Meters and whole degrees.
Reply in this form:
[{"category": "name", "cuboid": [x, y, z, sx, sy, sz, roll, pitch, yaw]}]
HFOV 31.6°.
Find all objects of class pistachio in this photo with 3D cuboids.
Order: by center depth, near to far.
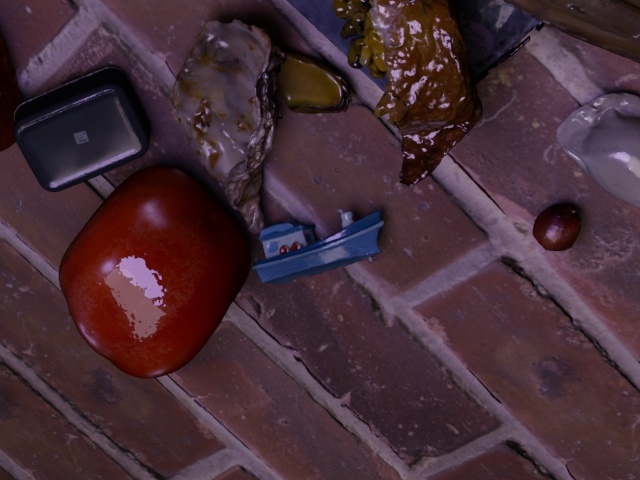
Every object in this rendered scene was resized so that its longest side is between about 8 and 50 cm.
[{"category": "pistachio", "cuboid": [-0.028, -0.239, 1.717, 0.172, 0.049, 0.090, 25, 122, 13]}]

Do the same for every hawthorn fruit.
[{"category": "hawthorn fruit", "cuboid": [0.362, -0.021, 1.729, 0.077, 0.077, 0.077, 8, 125, 12]}]

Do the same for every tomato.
[{"category": "tomato", "cuboid": [-0.265, 0.048, 1.825, 0.289, 0.325, 0.293, -36, 95, 20]}]

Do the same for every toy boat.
[{"category": "toy boat", "cuboid": [0.399, -0.326, 1.434, 0.445, 0.136, 0.162, 20, 84, -10]}, {"category": "toy boat", "cuboid": [0.000, 0.000, 1.848, 0.237, 0.109, 0.098, -16, 83, 26]}]

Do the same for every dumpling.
[{"category": "dumpling", "cuboid": [0.454, -0.130, 1.602, 0.228, 0.124, 0.151, 32, 89, 4]}]

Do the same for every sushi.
[{"category": "sushi", "cuboid": [0.113, -0.234, 1.477, 0.179, 0.167, 0.296, -10, 135, 13]}]

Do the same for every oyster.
[{"category": "oyster", "cuboid": [-0.138, -0.193, 1.745, 0.204, 0.111, 0.396, 45, 147, 24]}]

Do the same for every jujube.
[{"category": "jujube", "cuboid": [-0.567, -0.251, 1.805, 0.189, 0.190, 0.255, -8, 140, 23]}]

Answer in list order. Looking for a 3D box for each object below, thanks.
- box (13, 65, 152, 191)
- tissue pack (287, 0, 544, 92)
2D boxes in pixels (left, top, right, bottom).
[{"category": "box", "cuboid": [-0.379, -0.174, 1.804, 0.201, 0.090, 0.145, -22, 117, 1]}, {"category": "tissue pack", "cuboid": [0.104, -0.362, 1.549, 0.361, 0.122, 0.259, 42, 128, -15]}]
